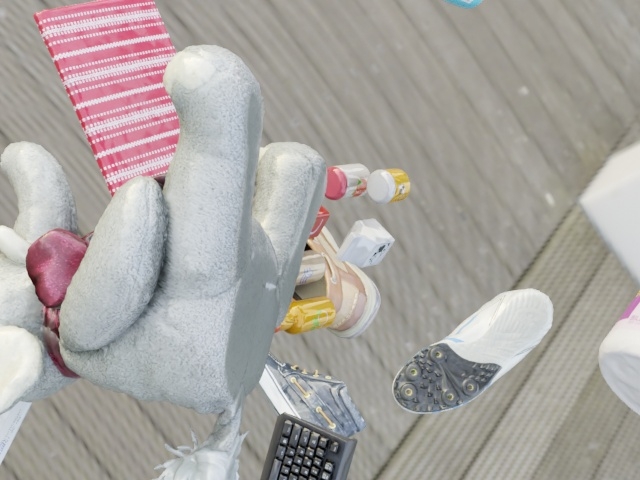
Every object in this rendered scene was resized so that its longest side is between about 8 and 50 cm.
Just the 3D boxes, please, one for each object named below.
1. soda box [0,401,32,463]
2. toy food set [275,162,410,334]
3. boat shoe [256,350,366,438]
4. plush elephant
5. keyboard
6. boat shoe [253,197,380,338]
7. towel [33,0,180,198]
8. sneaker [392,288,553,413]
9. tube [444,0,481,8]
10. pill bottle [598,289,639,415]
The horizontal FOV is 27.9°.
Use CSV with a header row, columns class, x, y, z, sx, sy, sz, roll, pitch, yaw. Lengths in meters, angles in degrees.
class,x,y,z,sx,sy,sz,roll,pitch,yaw
soda box,-0.362,0.172,1.151,0.091,0.286,0.098,37,53,-21
toy food set,0.000,0.000,1.500,0.104,0.232,0.111,-10,51,-50
boat shoe,-0.023,0.173,1.519,0.083,0.065,0.183,-30,61,-12
plush elephant,-0.162,0.031,0.956,0.272,0.255,0.330,24,76,-74
keyboard,-0.014,0.256,1.180,0.108,0.180,0.023,20,15,17
boat shoe,-0.043,0.022,1.894,0.116,0.123,0.324,23,10,-47
towel,-0.217,-0.154,1.528,0.199,0.031,0.275,-26,93,-53
sneaker,0.181,0.138,1.543,0.237,0.086,0.085,-31,81,-25
tube,0.105,-0.301,1.385,0.207,0.052,0.080,12,87,-49
pill bottle,0.449,0.059,1.402,0.169,0.169,0.301,46,70,-14
